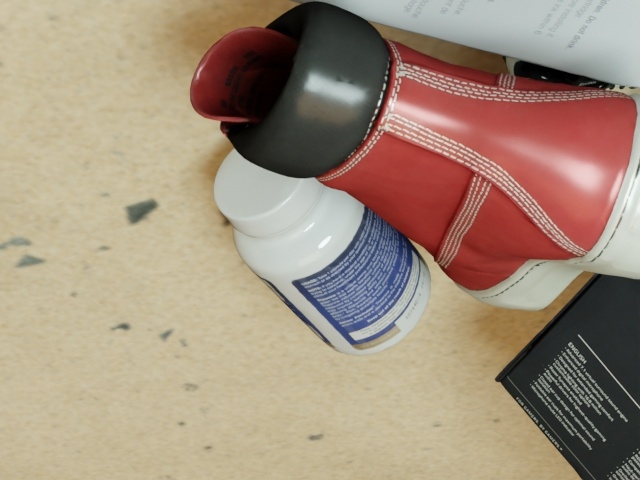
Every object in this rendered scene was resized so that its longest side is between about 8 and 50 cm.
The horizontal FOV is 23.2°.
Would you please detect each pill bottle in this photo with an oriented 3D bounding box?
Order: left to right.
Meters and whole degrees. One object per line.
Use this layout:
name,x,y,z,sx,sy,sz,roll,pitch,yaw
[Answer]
pill bottle,0.000,0.000,0.741,0.067,0.067,0.120,-18,141,20

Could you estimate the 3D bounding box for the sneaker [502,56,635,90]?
sneaker,0.122,-0.076,0.665,0.109,0.044,0.040,8,141,-16

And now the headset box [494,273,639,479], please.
headset box,0.254,0.056,0.671,0.131,0.246,0.283,-29,161,-38

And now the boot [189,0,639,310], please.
boot,0.033,-0.037,0.641,0.176,0.088,0.244,17,173,-4

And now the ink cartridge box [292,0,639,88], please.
ink cartridge box,0.039,-0.150,0.543,0.332,0.065,0.165,13,141,-18
